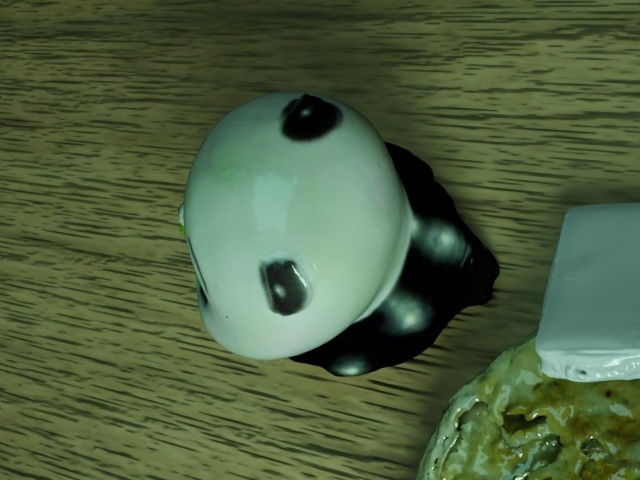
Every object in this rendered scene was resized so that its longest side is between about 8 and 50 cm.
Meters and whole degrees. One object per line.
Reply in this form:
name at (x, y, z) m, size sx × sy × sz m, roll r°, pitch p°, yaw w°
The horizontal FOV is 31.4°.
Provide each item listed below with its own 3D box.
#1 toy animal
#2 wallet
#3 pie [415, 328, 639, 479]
toy animal at (-0.008, -0.001, 0.909) m, size 0.212 × 0.266 × 0.213 m, roll -14°, pitch 64°, yaw 32°
wallet at (0.213, 0.034, 0.840) m, size 0.095 × 0.033 × 0.190 m, roll -3°, pitch 37°, yaw 27°
pie at (0.207, 0.203, 0.792) m, size 0.339 × 0.077 × 0.339 m, roll -13°, pitch 62°, yaw 26°
